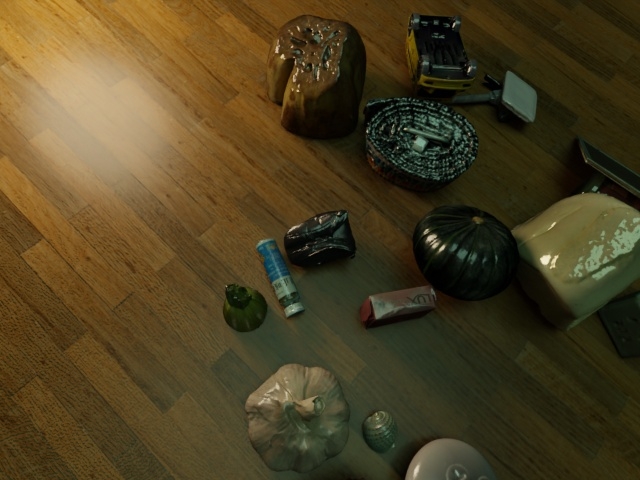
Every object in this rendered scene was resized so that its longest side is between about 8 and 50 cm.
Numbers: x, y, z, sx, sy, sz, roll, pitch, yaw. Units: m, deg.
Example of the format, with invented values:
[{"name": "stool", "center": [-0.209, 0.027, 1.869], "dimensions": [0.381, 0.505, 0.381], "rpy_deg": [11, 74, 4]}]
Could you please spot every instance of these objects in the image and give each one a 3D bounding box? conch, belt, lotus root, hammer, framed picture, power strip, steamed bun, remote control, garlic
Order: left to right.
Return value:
[{"name": "garlic", "center": [-0.039, 0.336, 0.818], "dimensions": [0.219, 0.212, 0.218], "rpy_deg": [4, 64, -8]}, {"name": "lotus root", "center": [-0.026, -0.436, 1.121], "dimensions": [0.316, 0.250, 0.315], "rpy_deg": [0, 77, 2]}, {"name": "conch", "center": [0.127, 0.407, 0.892], "dimensions": [0.076, 0.056, 0.085], "rpy_deg": [-23, 72, 0]}, {"name": "belt", "center": [0.241, -0.243, 1.101], "dimensions": [0.295, 0.160, 0.206], "rpy_deg": [13, 86, 1]}, {"name": "hammer", "center": [0.350, -0.399, 1.230], "dimensions": [0.427, 0.044, 0.152], "rpy_deg": [-8, 69, -8]}, {"name": "remote control", "center": [0.286, 0.558, 0.816], "dimensions": [0.221, 0.103, 0.332], "rpy_deg": [-15, 72, -27]}, {"name": "steamed bun", "center": [0.578, 0.022, 0.974], "dimensions": [0.290, 0.273, 0.272], "rpy_deg": [-43, 63, 0]}, {"name": "framed picture", "center": [0.782, -0.181, 1.119], "dimensions": [0.232, 0.019, 0.296], "rpy_deg": [37, 34, 8]}, {"name": "power strip", "center": [0.819, 0.176, 1.005], "dimensions": [0.225, 0.140, 0.139], "rpy_deg": [-15, 71, -12]}]

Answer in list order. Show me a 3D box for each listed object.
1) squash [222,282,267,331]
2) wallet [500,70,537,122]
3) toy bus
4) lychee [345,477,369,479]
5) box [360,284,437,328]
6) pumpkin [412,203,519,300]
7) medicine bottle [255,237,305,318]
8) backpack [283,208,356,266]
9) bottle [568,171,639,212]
[{"name": "squash", "center": [-0.169, 0.136, 0.922], "dimensions": [0.105, 0.132, 0.105], "rpy_deg": [1, 68, -3]}, {"name": "wallet", "center": [0.579, -0.417, 1.237], "dimensions": [0.124, 0.032, 0.182], "rpy_deg": [33, 53, -10]}, {"name": "toy bus", "center": [0.319, -0.496, 1.174], "dimensions": [0.145, 0.151, 0.331], "rpy_deg": [4, 54, -3]}, {"name": "lychee", "center": [0.059, 0.557, 0.729], "dimensions": [0.265, 0.300, 0.264], "rpy_deg": [-1, 112, -1]}, {"name": "box", "center": [0.173, 0.152, 0.964], "dimensions": [0.156, 0.111, 0.060], "rpy_deg": [-10, 70, -11]}, {"name": "pumpkin", "center": [0.320, 0.035, 0.971], "dimensions": [0.250, 0.216, 0.250], "rpy_deg": [25, 27, -13]}, {"name": "medicine bottle", "center": [-0.094, 0.086, 0.993], "dimensions": [0.051, 0.051, 0.191], "rpy_deg": [-22, 72, -14]}, {"name": "backpack", "center": [-0.002, -0.003, 1.009], "dimensions": [0.165, 0.106, 0.119], "rpy_deg": [-12, 92, 7]}, {"name": "bottle", "center": [0.779, -0.048, 1.091], "dimensions": [0.271, 0.143, 0.156], "rpy_deg": [40, 31, 12]}]
